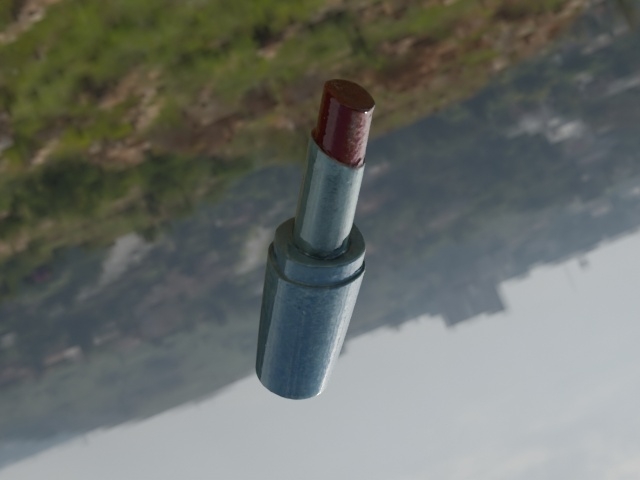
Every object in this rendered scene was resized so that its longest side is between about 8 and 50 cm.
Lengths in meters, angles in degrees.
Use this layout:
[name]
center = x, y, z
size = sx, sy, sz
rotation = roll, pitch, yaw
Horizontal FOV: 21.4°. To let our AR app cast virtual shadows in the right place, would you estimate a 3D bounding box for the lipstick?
[lipstick]
center = 0.000, 0.000, 1.175
size = 0.068, 0.061, 0.274
rotation = -6, 135, -18
